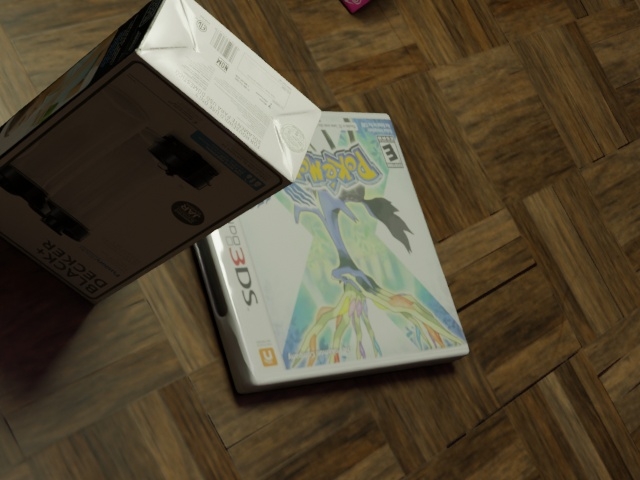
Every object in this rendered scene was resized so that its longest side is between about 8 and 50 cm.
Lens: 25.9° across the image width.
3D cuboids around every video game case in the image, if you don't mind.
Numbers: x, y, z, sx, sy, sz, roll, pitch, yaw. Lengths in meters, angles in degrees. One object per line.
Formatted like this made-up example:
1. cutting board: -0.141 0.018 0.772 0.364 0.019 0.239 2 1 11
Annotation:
1. video game case: 0.000 0.000 1.475 0.329 0.036 0.300 -3 69 -46

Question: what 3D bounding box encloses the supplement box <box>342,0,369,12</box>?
1. supplement box: 0.086 -0.393 1.733 0.111 0.114 0.220 51 41 -11

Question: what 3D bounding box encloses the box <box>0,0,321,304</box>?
1. box: -0.159 -0.069 1.169 0.169 0.290 0.087 40 46 -23
